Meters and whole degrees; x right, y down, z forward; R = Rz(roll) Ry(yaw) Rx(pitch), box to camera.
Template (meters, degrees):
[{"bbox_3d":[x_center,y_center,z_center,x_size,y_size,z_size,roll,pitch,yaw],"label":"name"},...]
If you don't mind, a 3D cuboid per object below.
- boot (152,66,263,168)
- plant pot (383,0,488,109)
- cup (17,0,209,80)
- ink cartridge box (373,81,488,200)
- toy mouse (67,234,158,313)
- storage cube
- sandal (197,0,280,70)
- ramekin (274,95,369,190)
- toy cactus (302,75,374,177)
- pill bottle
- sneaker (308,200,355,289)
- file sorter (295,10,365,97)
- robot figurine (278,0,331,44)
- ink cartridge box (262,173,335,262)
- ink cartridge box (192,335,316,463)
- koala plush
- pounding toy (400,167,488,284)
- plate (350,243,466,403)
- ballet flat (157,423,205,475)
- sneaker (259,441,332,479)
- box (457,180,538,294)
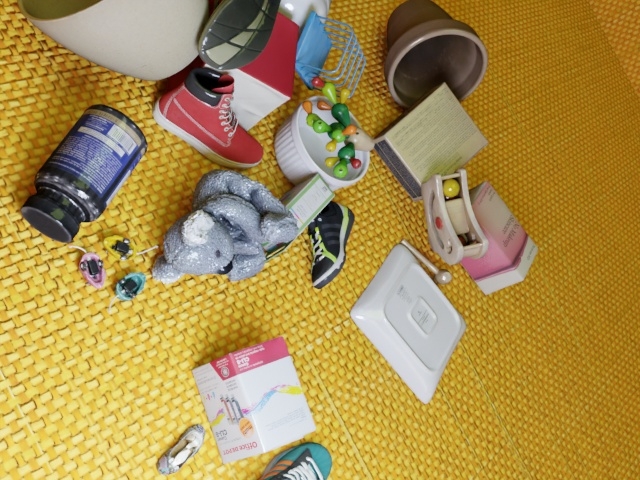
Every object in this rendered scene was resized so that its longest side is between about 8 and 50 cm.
[{"bbox_3d":[-0.178,-0.235,1.583,0.244,0.176,0.088,28,52,-32],"label":"boot"},{"bbox_3d":[0.274,-0.499,2.110,0.263,0.263,0.229,20,40,-35],"label":"plant pot"},{"bbox_3d":[-0.331,-0.428,1.471,0.237,0.331,0.331,52,39,-46],"label":"cup"},{"bbox_3d":[0.268,-0.241,2.011,0.235,0.088,0.193,-42,102,-23],"label":"ink cartridge box"},{"bbox_3d":[-0.353,0.060,1.377,0.161,0.031,0.143,17,59,-37],"label":"toy mouse"},{"bbox_3d":[-0.172,-0.358,1.643,0.215,0.184,0.193,25,55,-33],"label":"storage cube"},{"bbox_3d":[-0.139,-0.438,1.514,0.120,0.086,0.302,43,63,-41],"label":"sandal"},{"bbox_3d":[-0.003,-0.198,1.776,0.207,0.109,0.207,20,58,-35],"label":"ramekin"},{"bbox_3d":[0.054,-0.231,1.706,0.180,0.112,0.219,14,51,-50],"label":"toy cactus"},{"bbox_3d":[-0.390,-0.108,1.349,0.123,0.123,0.219,41,60,-21],"label":"pill bottle"},{"bbox_3d":[0.000,0.000,1.712,0.097,0.084,0.234,34,42,-18],"label":"sneaker"},{"bbox_3d":[0.022,-0.390,1.753,0.170,0.105,0.118,37,75,-74],"label":"file sorter"},{"bbox_3d":[-0.069,-0.570,1.831,0.300,0.200,0.353,67,29,-50],"label":"robot figurine"},{"bbox_3d":[-0.068,-0.042,1.638,0.062,0.109,0.209,51,45,-11],"label":"ink cartridge box"},{"bbox_3d":[-0.116,0.278,1.421,0.127,0.128,0.176,-13,79,-45],"label":"ink cartridge box"},{"bbox_3d":[-0.198,-0.011,1.460,0.203,0.196,0.221,49,44,3],"label":"koala plush"},{"bbox_3d":[0.279,-0.021,1.880,0.155,0.154,0.269,-13,99,-16],"label":"pounding toy"},{"bbox_3d":[0.217,0.176,1.843,0.278,0.045,0.277,50,45,-11],"label":"plate"},{"bbox_3d":[-0.221,0.345,1.355,0.041,0.041,0.114,55,44,-8],"label":"ballet flat"},{"bbox_3d":[-0.060,0.439,1.398,0.302,0.121,0.108,-30,92,-47],"label":"sneaker"},{"bbox_3d":[0.418,-0.006,2.060,0.232,0.127,0.148,50,44,-12],"label":"box"}]
